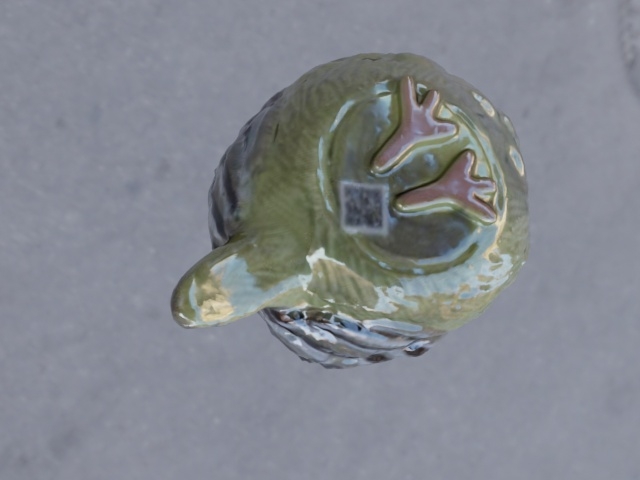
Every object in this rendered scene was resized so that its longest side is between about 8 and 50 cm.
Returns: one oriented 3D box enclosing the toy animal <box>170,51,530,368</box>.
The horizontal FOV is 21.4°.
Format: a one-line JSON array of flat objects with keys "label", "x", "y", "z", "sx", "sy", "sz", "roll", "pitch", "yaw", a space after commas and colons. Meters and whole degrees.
[{"label": "toy animal", "x": 0.000, "y": 0.000, "z": 0.523, "sx": 0.137, "sy": 0.098, "sz": 0.098, "roll": -30, "pitch": 135, "yaw": -27}]
